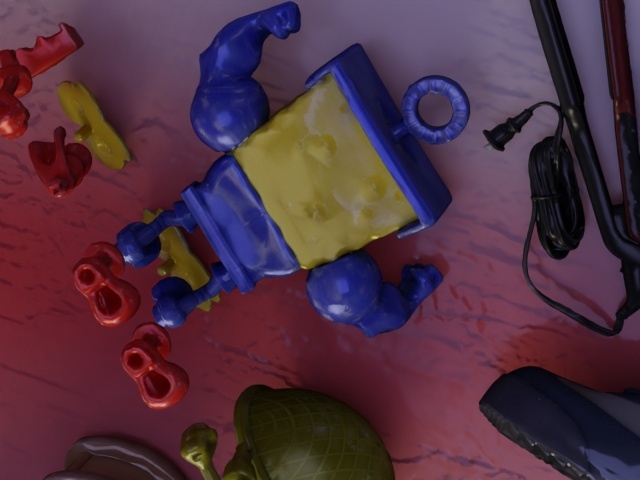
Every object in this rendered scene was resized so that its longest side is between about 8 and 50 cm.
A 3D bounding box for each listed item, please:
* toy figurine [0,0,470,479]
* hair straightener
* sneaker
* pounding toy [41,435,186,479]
[{"bbox_3d":[0.000,0.000,1.071,0.217,0.191,0.362,-31,93,10],"label":"toy figurine"},{"bbox_3d":[0.138,-0.055,1.106,0.089,0.047,0.230,-8,102,13],"label":"hair straightener"},{"bbox_3d":[0.251,0.120,1.089,0.319,0.112,0.131,25,87,4],"label":"sneaker"},{"bbox_3d":[-0.143,0.219,1.145,0.269,0.155,0.154,-34,96,15],"label":"pounding toy"}]
